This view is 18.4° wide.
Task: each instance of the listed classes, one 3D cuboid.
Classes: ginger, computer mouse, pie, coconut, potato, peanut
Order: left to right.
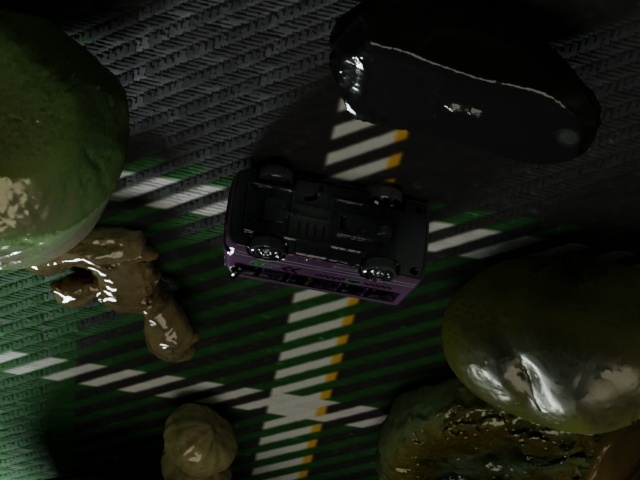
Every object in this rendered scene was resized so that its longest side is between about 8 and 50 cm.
[{"bbox_3d":[-0.255,-0.082,1.553,0.236,0.205,0.236,-8,175,-1],"label":"coconut"},{"bbox_3d":[-0.200,0.045,1.889,0.149,0.065,0.258,9,157,22],"label":"ginger"},{"bbox_3d":[-0.134,0.237,2.168,0.082,0.082,0.187,8,149,-1],"label":"peanut"},{"bbox_3d":[0.112,-0.128,1.520,0.217,0.073,0.122,15,146,0],"label":"computer mouse"},{"bbox_3d":[0.215,0.221,2.070,0.296,0.078,0.371,24,146,-23],"label":"pie"},{"bbox_3d":[0.224,0.090,1.784,0.248,0.143,0.169,2,111,36],"label":"potato"}]

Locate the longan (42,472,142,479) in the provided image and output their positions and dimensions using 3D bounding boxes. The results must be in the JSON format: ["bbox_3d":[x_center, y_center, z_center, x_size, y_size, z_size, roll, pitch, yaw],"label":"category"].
[{"bbox_3d":[-0.239,0.463,2.254,0.436,0.404,0.404,21,154,22],"label":"longan"}]

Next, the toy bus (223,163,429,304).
[{"bbox_3d":[0.000,0.000,1.741,0.178,0.087,0.098,11,155,-10],"label":"toy bus"}]

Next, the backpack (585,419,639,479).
[{"bbox_3d":[0.427,0.276,1.902,0.378,0.353,0.201,30,-173,-28],"label":"backpack"}]
